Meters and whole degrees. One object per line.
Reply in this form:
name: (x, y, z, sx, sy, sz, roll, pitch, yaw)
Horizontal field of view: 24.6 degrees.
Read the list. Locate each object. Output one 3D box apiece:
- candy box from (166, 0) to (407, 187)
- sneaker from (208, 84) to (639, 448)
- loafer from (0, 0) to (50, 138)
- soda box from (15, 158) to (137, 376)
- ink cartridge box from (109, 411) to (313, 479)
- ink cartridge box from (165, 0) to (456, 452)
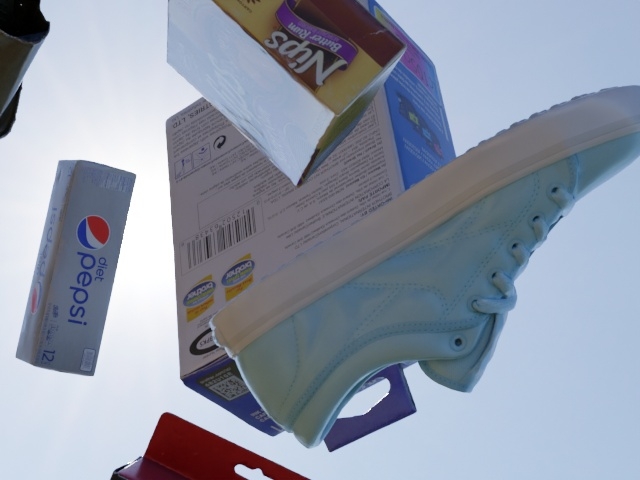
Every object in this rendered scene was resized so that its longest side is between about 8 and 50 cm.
candy box: (-0.025, -0.096, 0.757, 0.109, 0.053, 0.186, 43, -12, 0)
sneaker: (0.105, 0.027, 1.083, 0.366, 0.135, 0.150, -32, -95, 12)
loafer: (-0.325, -0.201, 1.460, 0.087, 0.094, 0.251, 29, -56, 30)
soda box: (-0.334, 0.036, 2.005, 0.091, 0.286, 0.098, 13, -3, -26)
ink cartridge box: (-0.136, 0.404, 1.855, 0.309, 0.271, 0.130, 24, 5, 7)
ink cartridge box: (0.000, 0.000, 1.397, 0.270, 0.395, 0.151, -29, -45, 24)
